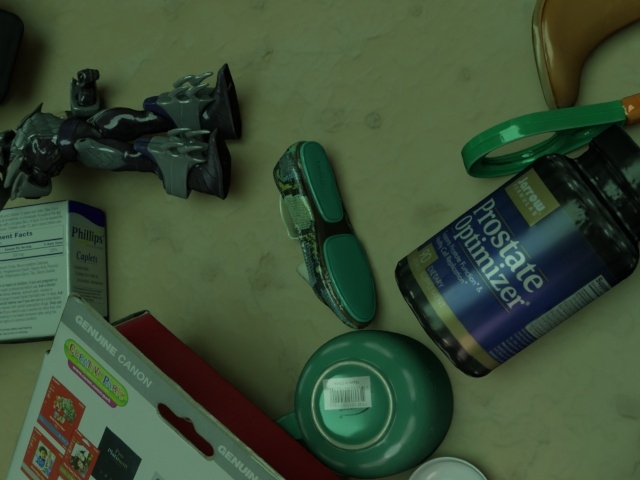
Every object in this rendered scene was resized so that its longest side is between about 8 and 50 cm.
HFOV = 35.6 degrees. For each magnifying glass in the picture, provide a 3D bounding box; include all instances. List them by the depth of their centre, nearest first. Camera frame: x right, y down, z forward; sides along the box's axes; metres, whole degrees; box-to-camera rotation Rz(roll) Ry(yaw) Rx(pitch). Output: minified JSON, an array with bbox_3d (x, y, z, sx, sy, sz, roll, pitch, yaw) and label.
[{"bbox_3d":[0.234,-0.100,0.849,0.231,0.092,0.026,-18,73,7],"label":"magnifying glass"}]

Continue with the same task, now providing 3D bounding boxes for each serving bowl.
[{"bbox_3d":[0.115,0.231,0.872,0.083,0.027,0.083,-3,82,20],"label":"serving bowl"}]

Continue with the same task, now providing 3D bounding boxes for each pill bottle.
[{"bbox_3d":[0.181,0.006,0.826,0.219,0.123,0.123,-38,71,13],"label":"pill bottle"}]

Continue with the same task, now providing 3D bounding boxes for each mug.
[{"bbox_3d":[0.035,0.154,0.876,0.129,0.097,0.158,39,97,21],"label":"mug"}]

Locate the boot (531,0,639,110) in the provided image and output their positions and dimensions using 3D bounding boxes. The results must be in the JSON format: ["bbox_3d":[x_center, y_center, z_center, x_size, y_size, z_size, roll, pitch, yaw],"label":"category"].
[{"bbox_3d":[0.261,-0.204,0.854,0.152,0.073,0.197,2,86,17],"label":"boot"}]

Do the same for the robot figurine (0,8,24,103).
[{"bbox_3d":[-0.461,-0.229,1.045,0.209,0.278,0.173,125,152,-45],"label":"robot figurine"}]

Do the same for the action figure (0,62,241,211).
[{"bbox_3d":[-0.226,-0.104,0.998,0.285,0.099,0.185,-2,48,11],"label":"action figure"}]

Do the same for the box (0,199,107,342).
[{"bbox_3d":[-0.292,0.035,1.034,0.126,0.072,0.137,-6,81,21],"label":"box"}]

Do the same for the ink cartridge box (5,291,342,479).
[{"bbox_3d":[-0.107,0.215,0.855,0.309,0.130,0.272,38,122,21],"label":"ink cartridge box"}]

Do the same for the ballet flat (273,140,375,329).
[{"bbox_3d":[0.000,0.000,0.939,0.070,0.070,0.188,-20,74,18],"label":"ballet flat"}]
